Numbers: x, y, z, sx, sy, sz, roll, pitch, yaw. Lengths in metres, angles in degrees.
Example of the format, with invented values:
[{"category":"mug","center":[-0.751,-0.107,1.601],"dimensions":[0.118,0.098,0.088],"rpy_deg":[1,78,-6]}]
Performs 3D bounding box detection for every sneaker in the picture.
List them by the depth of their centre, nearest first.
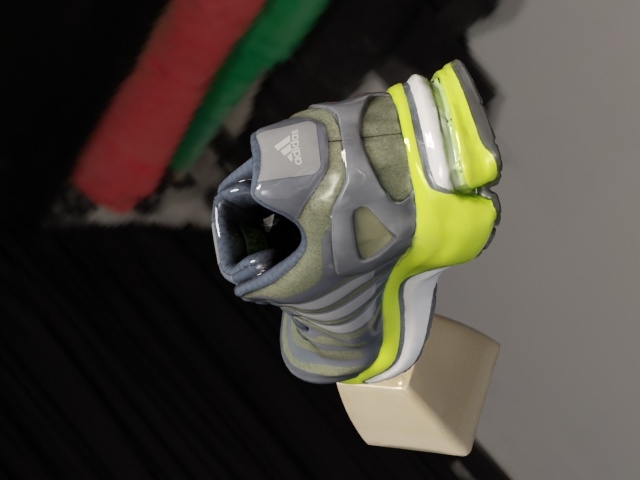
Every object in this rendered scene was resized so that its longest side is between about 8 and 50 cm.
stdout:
[{"category":"sneaker","center":[0.000,0.000,0.819],"dimensions":[0.121,0.111,0.300],"rpy_deg":[-5,-25,-12]}]

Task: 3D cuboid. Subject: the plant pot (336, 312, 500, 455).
[{"category":"plant pot","center":[0.075,0.112,1.321],"dimensions":[0.096,0.109,0.109],"rpy_deg":[43,-122,-46]}]
